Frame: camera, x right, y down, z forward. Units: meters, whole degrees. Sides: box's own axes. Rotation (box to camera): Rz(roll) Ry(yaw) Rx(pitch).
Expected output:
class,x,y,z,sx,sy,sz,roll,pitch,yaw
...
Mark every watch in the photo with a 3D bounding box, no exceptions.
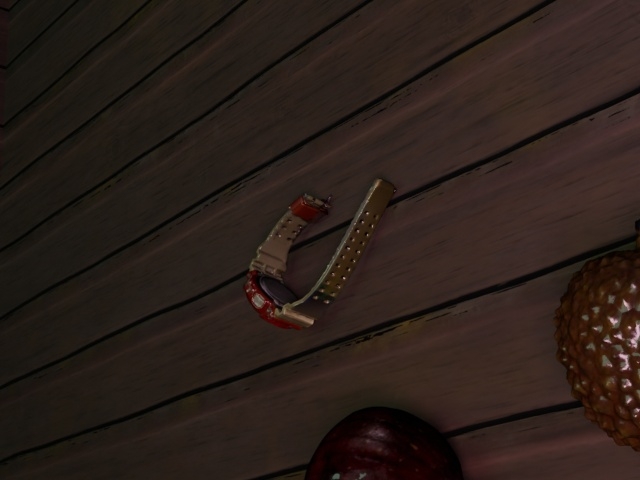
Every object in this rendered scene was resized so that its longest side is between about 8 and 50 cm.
class,x,y,z,sx,sy,sz,roll,pitch,yaw
watch,-0.006,0.003,1.572,0.268,0.102,0.165,-59,39,9

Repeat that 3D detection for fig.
class,x,y,z,sx,sy,sz,roll,pitch,yaw
fig,0.103,0.294,1.275,0.249,0.186,0.204,-14,51,41

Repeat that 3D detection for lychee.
class,x,y,z,sx,sy,sz,roll,pitch,yaw
lychee,0.327,0.090,1.044,0.200,0.200,0.238,-16,68,48
